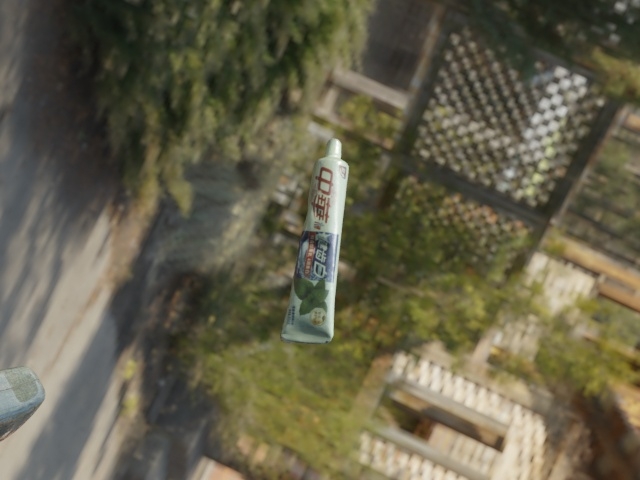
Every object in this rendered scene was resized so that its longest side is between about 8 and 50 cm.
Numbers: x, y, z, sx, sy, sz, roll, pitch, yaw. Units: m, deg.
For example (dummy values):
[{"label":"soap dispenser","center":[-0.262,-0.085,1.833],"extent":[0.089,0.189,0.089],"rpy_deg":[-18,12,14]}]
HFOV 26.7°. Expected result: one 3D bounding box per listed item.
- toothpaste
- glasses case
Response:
[{"label":"toothpaste","center":[0.000,0.000,1.489],"extent":[0.038,0.060,0.233],"rpy_deg":[35,62,-69]},{"label":"glasses case","center":[-0.513,0.247,1.795],"extent":[0.131,0.074,0.323],"rpy_deg":[-40,165,29]}]
